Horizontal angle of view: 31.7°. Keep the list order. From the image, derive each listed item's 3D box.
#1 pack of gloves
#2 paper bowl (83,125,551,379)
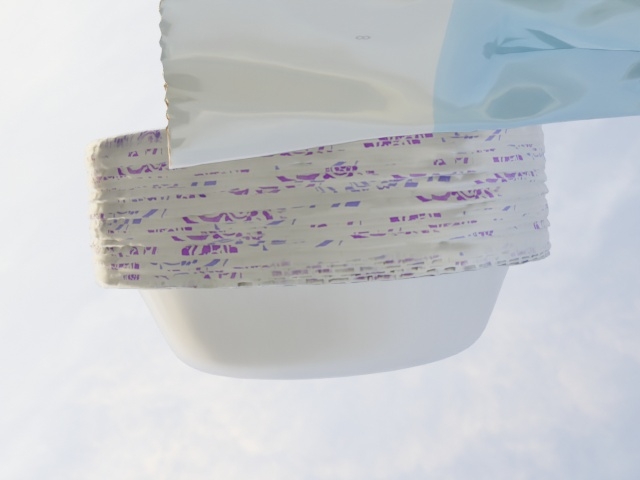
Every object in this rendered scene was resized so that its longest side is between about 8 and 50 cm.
[{"bbox_3d":[0.070,-0.104,0.326,0.232,0.195,0.046,-8,-139,-14],"label":"pack of gloves"},{"bbox_3d":[0.000,0.000,0.706,0.284,0.284,0.148,-2,-86,34],"label":"paper bowl"}]
